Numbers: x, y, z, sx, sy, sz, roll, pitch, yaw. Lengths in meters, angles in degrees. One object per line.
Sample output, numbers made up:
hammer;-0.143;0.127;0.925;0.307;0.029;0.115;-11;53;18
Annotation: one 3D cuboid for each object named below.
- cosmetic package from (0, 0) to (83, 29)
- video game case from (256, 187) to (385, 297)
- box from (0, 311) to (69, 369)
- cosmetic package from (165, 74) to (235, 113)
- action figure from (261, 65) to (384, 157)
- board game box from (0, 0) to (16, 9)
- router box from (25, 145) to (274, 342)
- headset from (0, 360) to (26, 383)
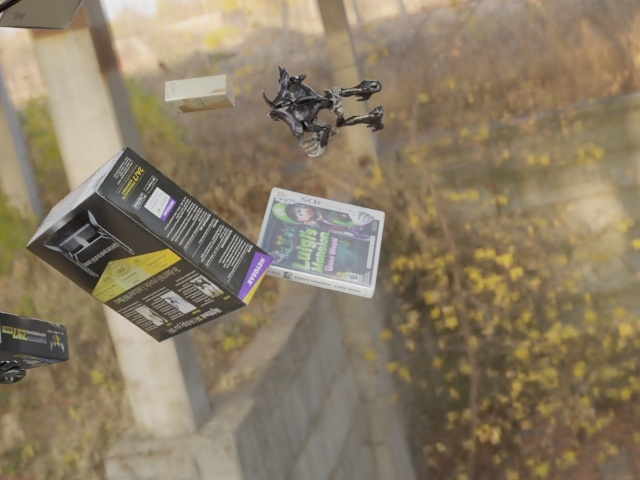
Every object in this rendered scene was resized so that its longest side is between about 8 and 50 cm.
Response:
cosmetic package;-0.436;-0.441;1.682;0.129;0.296;0.153;-8;-35;-53
video game case;0.000;0.000;1.756;0.173;0.022;0.190;12;37;0
box;-0.494;0.151;1.740;0.183;0.059;0.232;-12;-15;17
cosmetic package;-0.216;-0.262;2.212;0.115;0.041;0.060;-6;-20;13
action figure;-0.011;-0.244;2.351;0.275;0.164;0.141;-6;-21;-34
board game box;-0.363;-0.314;1.471;0.211;0.039;0.160;-24;12;27
router box;-0.238;0.017;1.663;0.309;0.243;0.081;-24;32;57
headset;-0.534;0.046;1.517;0.243;0.394;0.185;-53;-20;11
